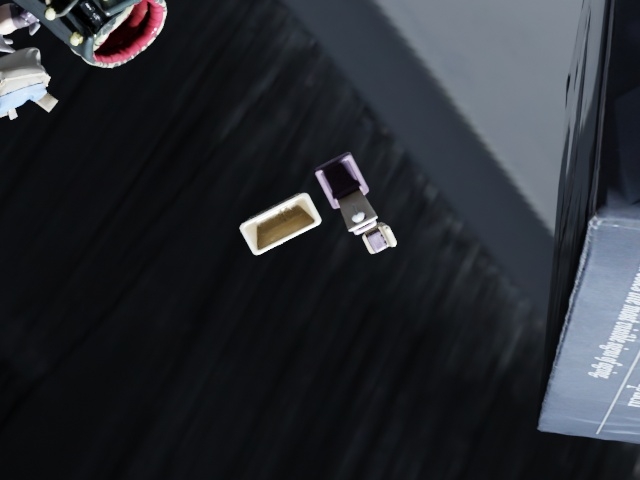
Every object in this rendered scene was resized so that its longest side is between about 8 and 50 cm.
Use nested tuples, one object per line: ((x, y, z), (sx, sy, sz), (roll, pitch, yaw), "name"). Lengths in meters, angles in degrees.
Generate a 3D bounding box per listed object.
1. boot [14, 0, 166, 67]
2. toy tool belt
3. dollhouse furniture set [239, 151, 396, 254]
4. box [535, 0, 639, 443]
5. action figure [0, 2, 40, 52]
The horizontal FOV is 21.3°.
((-0.203, -0.201, 1.107), (0.178, 0.085, 0.236), (43, -171, 11), "boot")
((-0.240, -0.107, 1.266), (0.052, 0.083, 0.051), (-3, 112, 60), "toy tool belt")
((0.000, 0.000, 1.436), (0.114, 0.081, 0.091), (-26, 114, 2), "dollhouse furniture set")
((0.246, -0.023, 0.610), (0.313, 0.179, 0.343), (6, 165, 7), "box")
((-0.313, -0.257, 1.635), (0.185, 0.099, 0.285), (1, 166, -44), "action figure")
